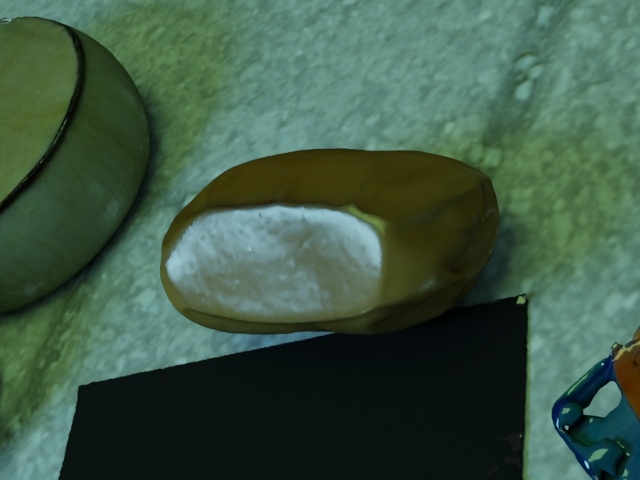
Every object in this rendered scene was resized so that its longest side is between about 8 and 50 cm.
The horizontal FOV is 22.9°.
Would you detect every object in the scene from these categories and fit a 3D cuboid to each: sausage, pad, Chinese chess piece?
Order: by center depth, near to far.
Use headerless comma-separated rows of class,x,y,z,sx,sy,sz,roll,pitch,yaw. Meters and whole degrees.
pad,-0.037,0.171,1.015,0.368,0.007,0.247,-14,50,28
sausage,0.000,0.001,1.038,0.241,0.120,0.136,-4,12,32
Chinese chess piece,-0.262,-0.063,1.295,0.257,0.104,0.257,-19,47,23

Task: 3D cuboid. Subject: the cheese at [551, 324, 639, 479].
cheese,0.258,0.015,0.836,0.329,0.129,0.217,-49,45,11
